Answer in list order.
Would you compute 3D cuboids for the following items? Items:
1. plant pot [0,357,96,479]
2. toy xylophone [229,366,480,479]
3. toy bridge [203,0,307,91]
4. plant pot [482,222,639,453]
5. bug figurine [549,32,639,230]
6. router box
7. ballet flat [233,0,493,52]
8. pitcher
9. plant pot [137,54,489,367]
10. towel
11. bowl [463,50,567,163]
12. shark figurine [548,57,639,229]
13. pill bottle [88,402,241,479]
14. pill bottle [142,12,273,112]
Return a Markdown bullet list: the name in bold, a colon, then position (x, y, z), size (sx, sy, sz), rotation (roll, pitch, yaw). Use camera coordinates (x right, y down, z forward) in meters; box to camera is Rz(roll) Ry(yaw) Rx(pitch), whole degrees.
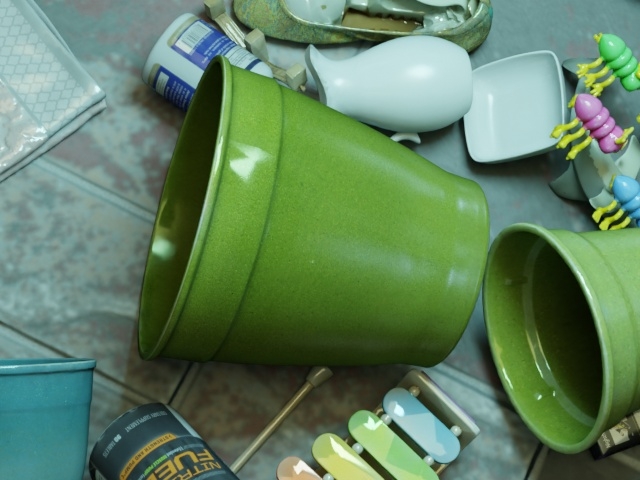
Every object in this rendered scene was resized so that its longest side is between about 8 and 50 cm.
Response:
- **plant pot**: position (-0.390, 0.265, 1.683), size (0.272, 0.271, 0.255), rotation (-1, 87, -6)
- **toy xylophone**: position (0.025, 0.286, 1.801), size (0.236, 0.081, 0.322), rotation (36, 73, 6)
- **toy bridge**: position (-0.083, -0.252, 1.958), size (0.026, 0.063, 0.188), rotation (-39, 64, -16)
- **plant pot**: position (0.370, 0.090, 1.772), size (0.254, 0.276, 0.276), rotation (-12, 74, -21)
- **bug figurine**: position (0.401, -0.143, 1.884), size (0.216, 0.072, 0.279), rotation (45, 52, -20)
- **router box**: position (0.379, 0.173, 1.888), size (0.133, 0.046, 0.178), rotation (-18, 75, -10)
- **ballet flat**: position (0.060, -0.321, 1.972), size (0.349, 0.123, 0.123), rotation (7, 73, -3)
- **pitcher**: position (0.090, -0.176, 1.938), size (0.207, 0.125, 0.177), rotation (-5, 105, -6)
- **plant pot**: position (0.000, 0.000, 1.769), size (0.353, 0.366, 0.366), rotation (14, 72, -13)
- **towel**: position (-0.492, -0.216, 1.918), size (0.317, 0.053, 0.332), rotation (-36, 79, -14)
- **bowl**: position (0.262, -0.170, 1.954), size (0.142, 0.053, 0.142), rotation (-12, 70, 28)
- **shark figurine**: position (0.345, -0.114, 1.950), size (0.166, 0.116, 0.278), rotation (-10, 81, -43)
- **pill bottle**: position (-0.150, 0.307, 1.704), size (0.130, 0.130, 0.246), rotation (-38, 53, -15)
- **pill bottle**: position (-0.126, -0.200, 1.917), size (0.187, 0.112, 0.112), rotation (35, 73, 5)
